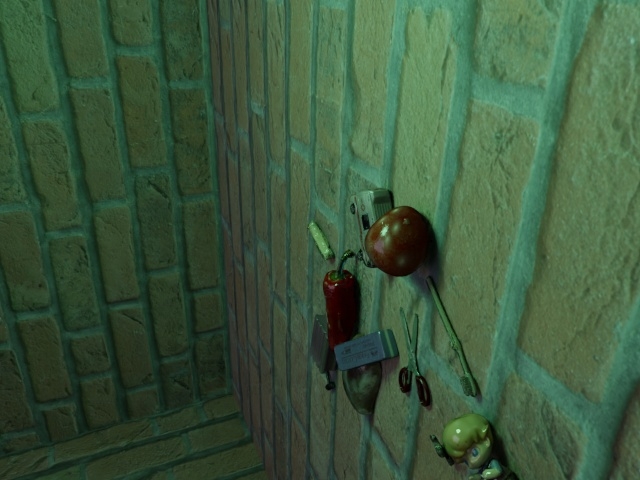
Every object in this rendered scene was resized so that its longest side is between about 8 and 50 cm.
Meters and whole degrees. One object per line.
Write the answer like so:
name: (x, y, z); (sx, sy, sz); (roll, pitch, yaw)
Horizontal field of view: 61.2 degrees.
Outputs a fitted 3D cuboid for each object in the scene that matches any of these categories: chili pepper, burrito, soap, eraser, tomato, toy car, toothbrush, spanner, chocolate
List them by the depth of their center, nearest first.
spanner: (0.281, 0.483, 1.242); (0.054, 0.015, 0.254); (65, -175, 31)
toothbrush: (0.298, 0.215, 1.244); (0.026, 0.028, 0.294); (121, 140, -57)
tomato: (0.178, 0.005, 1.283); (0.167, 0.167, 0.167); (170, 90, -68)
toy car: (0.147, -0.034, 1.424); (0.108, 0.089, 0.209); (-16, 82, 63)
eraser: (0.130, 0.324, 1.586); (0.225, 0.036, 0.082); (-29, 67, 45)
chili pepper: (0.061, 0.207, 1.717); (0.110, 0.110, 0.387); (-135, 37, -55)
chocolate: (0.114, 0.434, 1.719); (0.157, 0.080, 0.254); (-125, 33, -47)
burrito: (0.000, 0.000, 1.873); (0.045, 0.041, 0.185); (-39, 51, 17)
soap: (0.018, 0.371, 1.950); (0.122, 0.065, 0.203); (-123, 31, -44)

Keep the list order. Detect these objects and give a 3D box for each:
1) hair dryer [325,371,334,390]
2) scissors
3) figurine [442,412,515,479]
hair dryer: (0.031, 0.522, 2.048); (0.047, 0.026, 0.083); (124, 140, -57)
scissors: (0.241, 0.304, 1.435); (0.144, 0.017, 0.247); (-167, 70, -66)
figurine: (0.341, 0.467, 1.149); (0.196, 0.108, 0.114); (60, 168, 28)
